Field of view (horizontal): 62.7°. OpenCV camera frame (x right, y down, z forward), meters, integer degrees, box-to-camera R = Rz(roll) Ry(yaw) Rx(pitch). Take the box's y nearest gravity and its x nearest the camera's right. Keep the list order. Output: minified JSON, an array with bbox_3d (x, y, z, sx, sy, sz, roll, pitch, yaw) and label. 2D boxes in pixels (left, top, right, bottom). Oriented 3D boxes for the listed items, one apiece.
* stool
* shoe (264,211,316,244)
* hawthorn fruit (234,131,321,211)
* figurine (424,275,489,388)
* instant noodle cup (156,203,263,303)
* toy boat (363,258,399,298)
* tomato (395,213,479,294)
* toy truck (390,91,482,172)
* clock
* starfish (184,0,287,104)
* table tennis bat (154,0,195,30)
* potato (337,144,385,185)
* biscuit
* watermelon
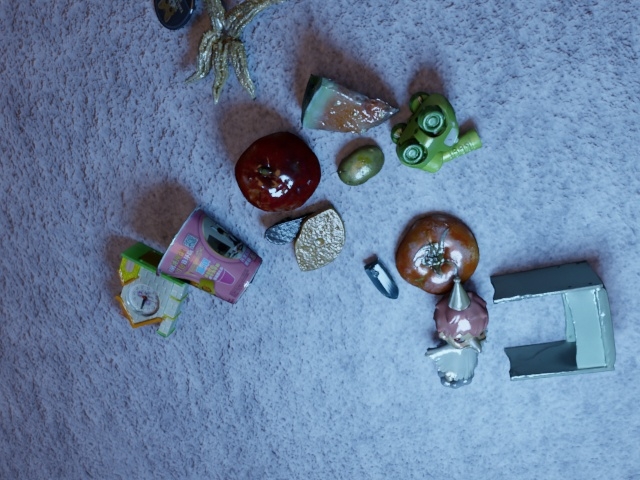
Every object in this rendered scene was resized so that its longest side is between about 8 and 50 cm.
[{"bbox_3d":[0.614,0.214,1.405,0.269,0.170,0.244,-11,105,17],"label":"stool"},{"bbox_3d":[-0.077,-0.042,1.547,0.179,0.049,0.071,-21,120,1],"label":"shoe"},{"bbox_3d":[-0.128,-0.183,1.397,0.230,0.266,0.211,-20,85,15],"label":"hawthorn fruit"},{"bbox_3d":[0.392,0.247,1.446,0.206,0.166,0.387,-14,127,-15],"label":"figurine"},{"bbox_3d":[-0.316,0.057,1.553,0.255,0.244,0.244,33,113,-7],"label":"instant noodle cup"},{"bbox_3d":[0.185,0.120,1.535,0.055,0.060,0.141,-30,107,20],"label":"toy boat"},{"bbox_3d":[0.320,0.050,1.458,0.236,0.095,0.237,4,109,12],"label":"tomato"},{"bbox_3d":[0.287,-0.256,1.343,0.210,0.148,0.187,36,113,-28],"label":"toy truck"},{"bbox_3d":[-0.550,0.174,1.697,0.219,0.106,0.255,26,113,3],"label":"clock"},{"bbox_3d":[-0.239,-0.507,1.394,0.301,0.084,0.294,15,108,15],"label":"starfish"},{"bbox_3d":[-0.360,-0.658,1.376,0.236,0.027,0.150,-30,83,35],"label":"table tennis bat"},{"bbox_3d":[0.109,-0.203,1.431,0.137,0.070,0.092,-33,100,21],"label":"potato"},{"bbox_3d":[0.000,0.000,1.535,0.141,0.029,0.221,17,114,-11],"label":"biscuit"},{"bbox_3d":[0.081,-0.337,1.351,0.256,0.193,0.140,12,113,-6],"label":"watermelon"}]
